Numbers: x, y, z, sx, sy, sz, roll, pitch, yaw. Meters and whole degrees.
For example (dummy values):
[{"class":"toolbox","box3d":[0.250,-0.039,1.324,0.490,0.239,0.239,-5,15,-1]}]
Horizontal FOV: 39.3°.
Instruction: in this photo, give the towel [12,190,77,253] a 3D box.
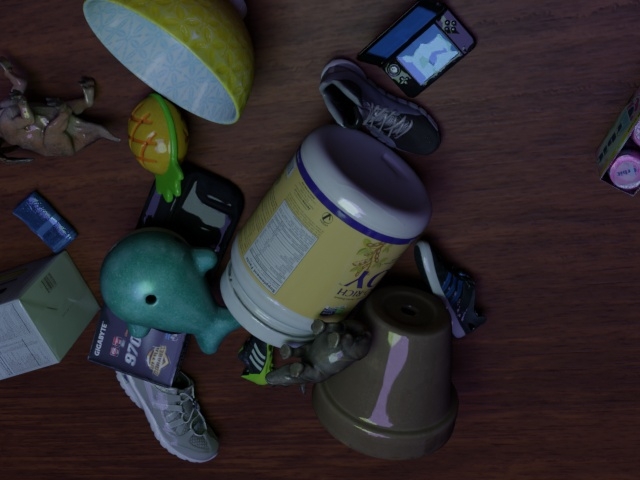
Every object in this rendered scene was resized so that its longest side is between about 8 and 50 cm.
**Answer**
[{"class":"towel","box3d":[-0.525,-0.035,1.710,0.067,0.029,0.119,-35,106,25]}]

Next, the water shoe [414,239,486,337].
[{"class":"water shoe","box3d":[0.230,0.075,1.588,0.080,0.073,0.203,-26,113,-2]}]

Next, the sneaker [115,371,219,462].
[{"class":"sneaker","box3d":[-0.291,0.335,1.814,0.115,0.105,0.281,-30,107,26]}]

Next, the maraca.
[{"class":"maraca","box3d":[-0.272,-0.159,1.526,0.127,0.099,0.185,-24,79,60]}]

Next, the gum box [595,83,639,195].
[{"class":"gum box","box3d":[0.496,-0.176,1.357,0.062,0.107,0.188,25,120,-2]}]

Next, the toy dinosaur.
[{"class":"toy dinosaur","box3d":[-0.494,-0.190,1.573,0.296,0.127,0.200,11,128,-7]}]

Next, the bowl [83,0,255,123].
[{"class":"bowl","box3d":[-0.204,-0.329,1.387,0.289,0.289,0.156,35,76,-7]}]

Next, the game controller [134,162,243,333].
[{"class":"game controller","box3d":[-0.263,0.020,1.633,0.166,0.067,0.319,21,106,-14]}]

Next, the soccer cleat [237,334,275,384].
[{"class":"soccer cleat","box3d":[-0.122,0.207,1.734,0.072,0.060,0.179,12,123,8]}]

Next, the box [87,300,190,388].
[{"class":"box","box3d":[-0.334,0.154,1.723,0.175,0.051,0.220,19,103,3]}]

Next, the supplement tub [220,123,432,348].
[{"class":"supplement tub","box3d":[0.000,0.000,1.489,0.241,0.241,0.331,34,120,-6]}]

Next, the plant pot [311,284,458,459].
[{"class":"plant pot","box3d":[0.130,0.211,1.557,0.263,0.263,0.229,15,122,5]}]

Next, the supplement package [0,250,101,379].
[{"class":"supplement package","box3d":[-0.576,0.148,1.726,0.203,0.194,0.149,-18,112,20]}]

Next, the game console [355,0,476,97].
[{"class":"game console","box3d":[0.149,-0.294,1.385,0.144,0.085,0.124,-38,104,28]}]

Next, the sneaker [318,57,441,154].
[{"class":"sneaker","box3d":[0.087,-0.190,1.428,0.229,0.132,0.086,33,120,-6]}]

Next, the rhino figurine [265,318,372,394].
[{"class":"rhino figurine","box3d":[-0.009,0.199,1.481,0.106,0.073,0.243,8,145,-39]}]

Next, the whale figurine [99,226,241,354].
[{"class":"whale figurine","box3d":[-0.255,0.103,1.553,0.216,0.141,0.272,-44,112,8]}]
